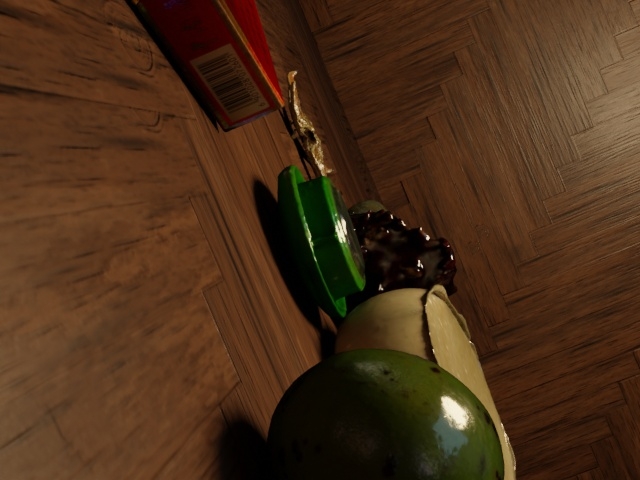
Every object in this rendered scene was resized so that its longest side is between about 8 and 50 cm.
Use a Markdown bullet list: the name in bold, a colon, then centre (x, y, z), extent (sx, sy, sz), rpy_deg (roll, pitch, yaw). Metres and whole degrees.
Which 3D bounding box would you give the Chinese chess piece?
- **Chinese chess piece**: centre (0.142, 0.227, 1.285), extent (0.338, 0.140, 0.338), rpy_deg (57, 20, -35)

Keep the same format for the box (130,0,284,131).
- **box**: centre (-0.151, -0.291, 1.078), extent (0.313, 0.089, 0.197), rpy_deg (57, 15, -54)

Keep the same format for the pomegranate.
- **pomegranate**: centre (0.041, 0.196, 0.759), extent (0.202, 0.202, 0.248), rpy_deg (61, 40, -37)

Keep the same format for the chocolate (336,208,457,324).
- **chocolate**: centre (0.116, 0.029, 1.459), extent (0.224, 0.177, 0.206), rpy_deg (47, 30, -44)

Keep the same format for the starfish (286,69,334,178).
- **starfish**: centre (-0.022, -0.184, 1.807), extent (0.138, 0.050, 0.248), rpy_deg (-87, 160, -74)

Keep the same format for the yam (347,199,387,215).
- **yam**: centre (0.082, -0.012, 1.805), extent (0.259, 0.106, 0.106), rpy_deg (-72, 138, -79)

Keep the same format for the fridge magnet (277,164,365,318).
- **fridge magnet**: centre (0.000, 0.000, 1.265), extent (0.208, 0.088, 0.208), rpy_deg (-18, 90, -84)
